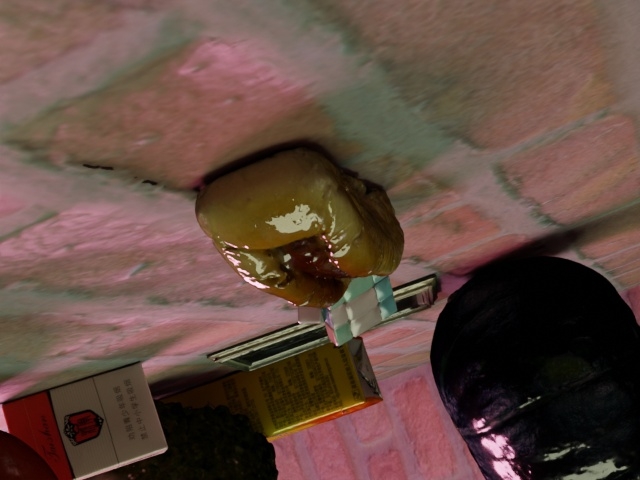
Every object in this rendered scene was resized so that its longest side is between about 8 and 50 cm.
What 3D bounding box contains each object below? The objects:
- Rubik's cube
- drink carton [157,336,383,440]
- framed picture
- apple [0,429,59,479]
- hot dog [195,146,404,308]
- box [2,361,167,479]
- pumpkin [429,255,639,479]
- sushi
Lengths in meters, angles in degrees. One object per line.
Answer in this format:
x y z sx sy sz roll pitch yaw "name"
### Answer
0.011 0.037 0.941 0.084 0.075 0.073 -15 -147 -27 "Rubik's cube"
-0.096 0.248 1.721 0.351 0.111 0.154 -20 169 10 "drink carton"
0.014 0.115 1.475 0.296 0.019 0.232 -20 169 4 "framed picture"
-0.363 0.292 1.065 0.260 0.260 0.216 -21 -177 7 "apple"
0.000 0.000 0.725 0.084 0.073 0.242 -26 169 10 "hot dog"
-0.249 0.200 1.215 0.152 0.100 0.048 -17 167 -16 "box"
0.300 0.198 1.483 0.266 0.363 0.363 -25 170 -3 "pumpkin"
-0.241 0.350 1.547 0.352 0.178 0.294 -19 138 8 "sushi"
